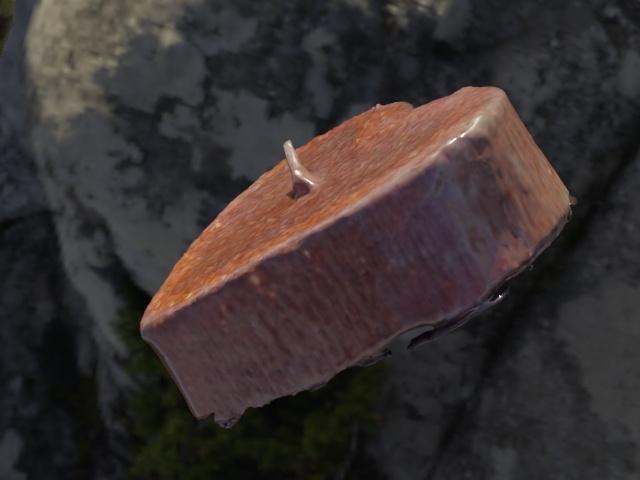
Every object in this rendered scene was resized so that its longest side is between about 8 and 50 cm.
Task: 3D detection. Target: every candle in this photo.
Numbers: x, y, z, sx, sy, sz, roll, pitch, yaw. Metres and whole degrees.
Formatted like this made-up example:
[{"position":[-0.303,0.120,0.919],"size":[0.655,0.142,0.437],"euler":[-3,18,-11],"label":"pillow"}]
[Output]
[{"position":[0.000,0.000,1.076],"size":[0.287,0.131,0.317],"euler":[-37,12,-14],"label":"candle"}]

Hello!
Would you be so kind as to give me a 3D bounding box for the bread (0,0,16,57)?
[{"position":[-0.238,-0.137,0.794],"size":[0.197,0.197,0.170],"euler":[-62,31,14],"label":"bread"}]
